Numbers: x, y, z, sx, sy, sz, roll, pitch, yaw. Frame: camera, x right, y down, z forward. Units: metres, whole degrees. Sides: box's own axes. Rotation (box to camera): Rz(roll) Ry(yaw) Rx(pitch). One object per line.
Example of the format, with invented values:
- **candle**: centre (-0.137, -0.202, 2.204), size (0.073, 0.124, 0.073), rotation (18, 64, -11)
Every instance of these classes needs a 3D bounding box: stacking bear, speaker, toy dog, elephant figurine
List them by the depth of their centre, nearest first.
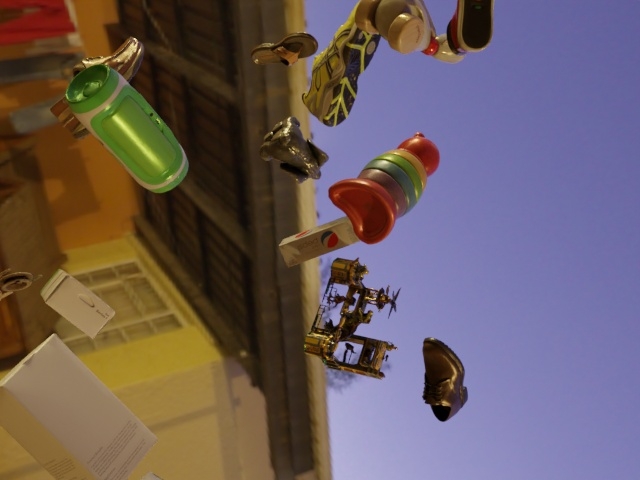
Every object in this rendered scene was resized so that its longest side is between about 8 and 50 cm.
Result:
- **speaker**: centre (-0.402, -0.231, 1.715), size (0.131, 0.131, 0.296), rotation (51, -2, 44)
- **toy dog**: centre (0.227, -0.499, 1.805), size (0.220, 0.334, 0.161), rotation (32, -69, 15)
- **stacking bear**: centre (0.185, -0.150, 1.967), size (0.175, 0.289, 0.164), rotation (54, -36, -11)
- **elephant figurine**: centre (-0.055, -0.256, 2.512), size (0.169, 0.186, 0.239), rotation (-29, -63, 38)

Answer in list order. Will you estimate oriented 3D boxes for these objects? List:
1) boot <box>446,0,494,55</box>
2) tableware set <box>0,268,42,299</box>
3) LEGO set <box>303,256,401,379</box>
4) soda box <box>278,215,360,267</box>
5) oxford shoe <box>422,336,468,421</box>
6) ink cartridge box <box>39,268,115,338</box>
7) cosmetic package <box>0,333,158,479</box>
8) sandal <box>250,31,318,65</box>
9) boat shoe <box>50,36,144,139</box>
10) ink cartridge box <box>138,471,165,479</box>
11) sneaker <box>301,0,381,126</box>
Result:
- **boot**: centre (0.297, -0.490, 1.594), size (0.176, 0.089, 0.244), rotation (-100, -163, -80)
- **tableware set**: centre (-0.843, 0.139, 2.145), size (0.128, 0.194, 0.039), rotation (24, 43, -64)
- **LEGO set**: centre (0.113, 0.216, 2.157), size (0.192, 0.331, 0.255), rotation (10, -31, 25)
- **soda box**: centre (0.000, 0.000, 2.214), size (0.074, 0.216, 0.069), rotation (-63, 132, -72)
- **oxford shoe**: centre (0.258, 0.304, 1.739), size (0.083, 0.096, 0.227), rotation (10, -47, 40)
- **ink cartridge box**: centre (-0.637, 0.162, 2.119), size (0.160, 0.092, 0.219), rotation (42, -13, -18)
- **cosmetic package**: centre (-0.593, 0.429, 1.928), size (0.365, 0.197, 0.155), rotation (49, -49, -8)
- **sandal**: centre (-0.103, -0.519, 2.260), size (0.090, 0.219, 0.060), rotation (48, 44, -50)
- **boat shoe**: centre (-0.540, -0.392, 1.972), size (0.120, 0.324, 0.123), rotation (38, -39, -21)
- **ink cartridge box**: centre (-0.338, 0.510, 1.524), size (0.052, 0.088, 0.122), rotation (27, -62, 17)
- **sneaker**: centre (0.052, -0.525, 2.326), size (0.147, 0.145, 0.384), rotation (35, -71, 29)
